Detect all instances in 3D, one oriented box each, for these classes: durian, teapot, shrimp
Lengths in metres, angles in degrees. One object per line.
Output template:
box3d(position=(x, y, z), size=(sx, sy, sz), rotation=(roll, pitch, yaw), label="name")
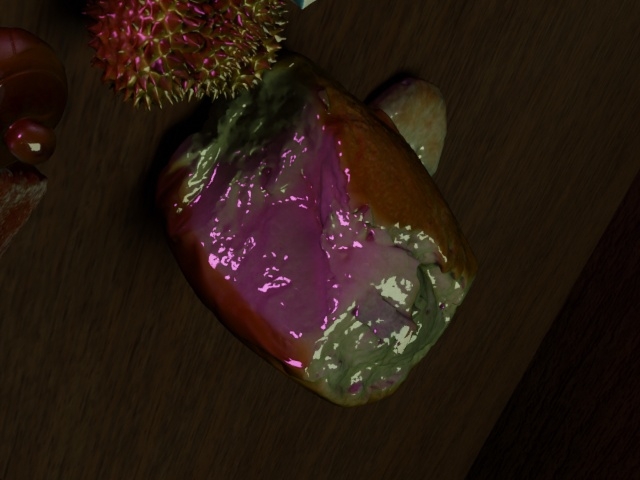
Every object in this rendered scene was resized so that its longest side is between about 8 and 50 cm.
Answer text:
box3d(position=(-0.089, -0.165, 0.944), size=(0.158, 0.137, 0.168), rotation=(-39, 152, -86), label="durian")
box3d(position=(-0.192, -0.075, 0.806), size=(0.098, 0.078, 0.129), rotation=(-48, 166, 6), label="teapot")
box3d(position=(0.049, -0.043, 1.532), size=(0.168, 0.077, 0.317), rotation=(-9, 130, -48), label="shrimp")

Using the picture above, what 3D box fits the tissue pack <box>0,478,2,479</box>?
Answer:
box3d(position=(-0.273, 0.241, 1.008), size=(0.145, 0.274, 0.194), rotation=(-46, 160, -16), label="tissue pack")

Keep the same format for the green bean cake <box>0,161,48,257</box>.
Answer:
box3d(position=(-0.255, -0.005, 0.916), size=(0.135, 0.056, 0.135), rotation=(-53, 176, 7), label="green bean cake")

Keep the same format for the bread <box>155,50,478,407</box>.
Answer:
box3d(position=(0.000, 0.000, 1.218), size=(0.225, 0.279, 0.250), rotation=(-41, 161, 11), label="bread")

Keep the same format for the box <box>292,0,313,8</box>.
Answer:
box3d(position=(0.032, -0.290, 1.061), size=(0.194, 0.073, 0.139), rotation=(-40, 156, -31), label="box")
